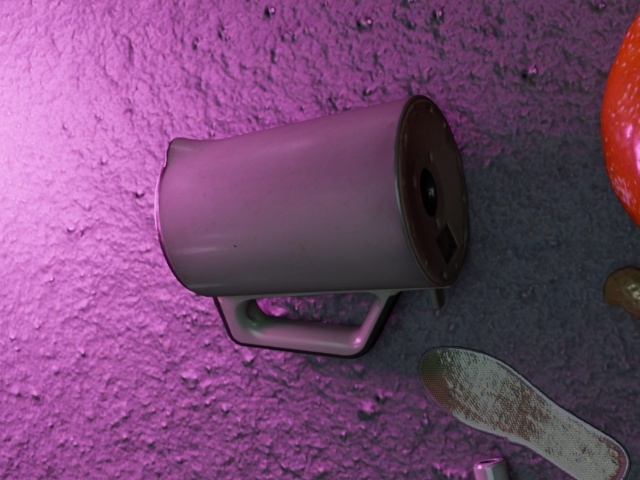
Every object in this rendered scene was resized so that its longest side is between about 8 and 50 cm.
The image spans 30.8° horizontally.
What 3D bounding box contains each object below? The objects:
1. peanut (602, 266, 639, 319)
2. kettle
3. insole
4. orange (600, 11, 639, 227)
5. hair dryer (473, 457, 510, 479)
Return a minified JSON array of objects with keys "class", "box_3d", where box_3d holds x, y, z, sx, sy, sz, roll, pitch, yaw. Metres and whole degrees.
[{"class":"peanut","box_3d":[0.449,0.072,1.480,0.175,0.080,0.080,13,97,24]},{"class":"kettle","box_3d":[0.000,0.000,1.607,0.377,0.250,0.361,-6,118,25]},{"class":"insole","box_3d":[0.274,0.241,1.597,0.322,0.007,0.109,31,104,20]},{"class":"orange","box_3d":[0.519,-0.148,1.277,0.424,0.326,0.423,-42,37,42]},{"class":"hair dryer","box_3d":[0.201,0.352,1.615,0.137,0.047,0.081,-14,85,30]}]
